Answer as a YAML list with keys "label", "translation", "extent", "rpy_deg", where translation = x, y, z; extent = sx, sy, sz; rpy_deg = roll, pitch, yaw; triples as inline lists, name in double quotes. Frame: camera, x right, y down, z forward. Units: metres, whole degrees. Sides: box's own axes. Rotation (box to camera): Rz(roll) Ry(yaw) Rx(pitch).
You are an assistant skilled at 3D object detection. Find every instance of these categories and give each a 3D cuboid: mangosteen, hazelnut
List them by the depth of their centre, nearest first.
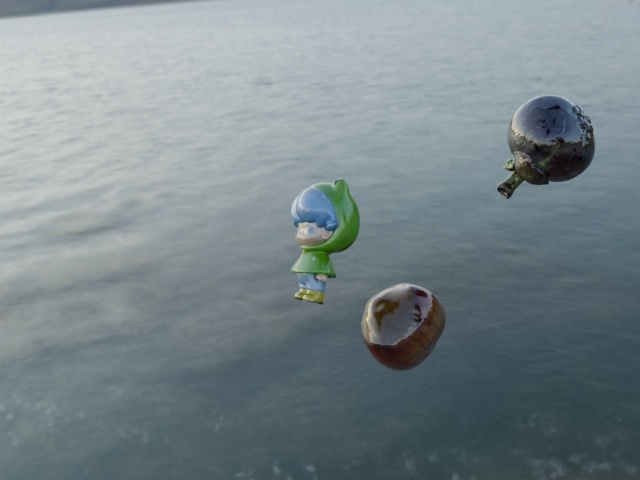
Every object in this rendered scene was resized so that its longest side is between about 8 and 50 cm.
- label: "hazelnut"
  translation: [0.192, 0.203, 1.676]
  extent: [0.186, 0.210, 0.210]
  rpy_deg: [30, 32, 16]
- label: "mangosteen"
  translation: [0.559, -0.233, 1.796]
  extent: [0.289, 0.231, 0.231]
  rpy_deg: [-41, 6, 24]

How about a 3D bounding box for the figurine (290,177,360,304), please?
- label: "figurine"
  translation: [0.000, 0.000, 1.466]
  extent: [0.143, 0.264, 0.162]
  rpy_deg: [12, -5, -20]
